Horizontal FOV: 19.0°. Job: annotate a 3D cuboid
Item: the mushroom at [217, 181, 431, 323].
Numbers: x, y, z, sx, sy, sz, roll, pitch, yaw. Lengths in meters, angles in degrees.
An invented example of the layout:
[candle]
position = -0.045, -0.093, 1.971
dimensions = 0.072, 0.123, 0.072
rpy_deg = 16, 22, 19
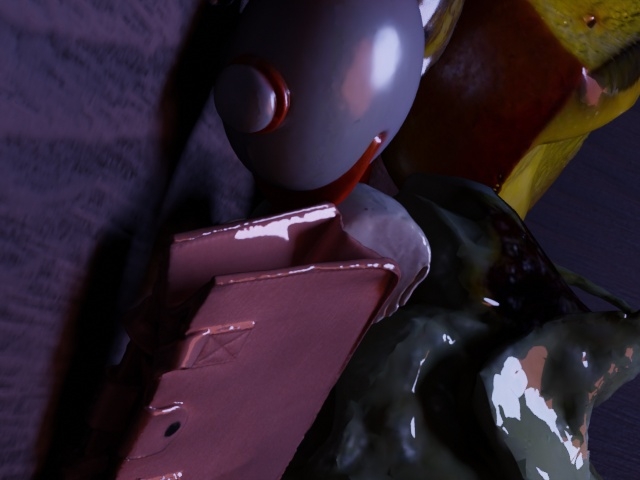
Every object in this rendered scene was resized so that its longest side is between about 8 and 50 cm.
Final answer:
[mushroom]
position = -0.009, 0.006, 1.197
dimensions = 0.223, 0.081, 0.092
rpy_deg = -175, -101, -67

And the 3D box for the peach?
[peach]
position = 0.179, -0.164, 1.900
dimensions = 0.306, 0.242, 0.380
rpy_deg = -43, 175, -27

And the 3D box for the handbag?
[handbag]
position = -0.058, 0.083, 1.046
dimensions = 0.157, 0.059, 0.212
rpy_deg = -11, 136, -47

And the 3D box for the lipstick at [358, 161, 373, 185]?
[lipstick]
position = 0.001, -0.047, 1.433
dimensions = 0.241, 0.080, 0.080
rpy_deg = 95, 16, -66

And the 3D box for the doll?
[doll]
position = 0.010, -0.151, 1.036
dimensions = 0.200, 0.105, 0.336
rpy_deg = -26, 132, -57

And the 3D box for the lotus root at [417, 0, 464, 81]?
[lotus root]
position = 0.038, -0.171, 1.198
dimensions = 0.120, 0.120, 0.209
rpy_deg = 100, 10, -60

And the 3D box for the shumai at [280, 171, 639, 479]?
[shumai]
position = 0.083, 0.127, 1.427
dimensions = 0.395, 0.395, 0.348
rpy_deg = 21, 83, -84

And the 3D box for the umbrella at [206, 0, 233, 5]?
[umbrella]
position = -0.001, -0.199, 0.862
dimensions = 0.224, 0.071, 0.080
rpy_deg = -47, 167, -35
